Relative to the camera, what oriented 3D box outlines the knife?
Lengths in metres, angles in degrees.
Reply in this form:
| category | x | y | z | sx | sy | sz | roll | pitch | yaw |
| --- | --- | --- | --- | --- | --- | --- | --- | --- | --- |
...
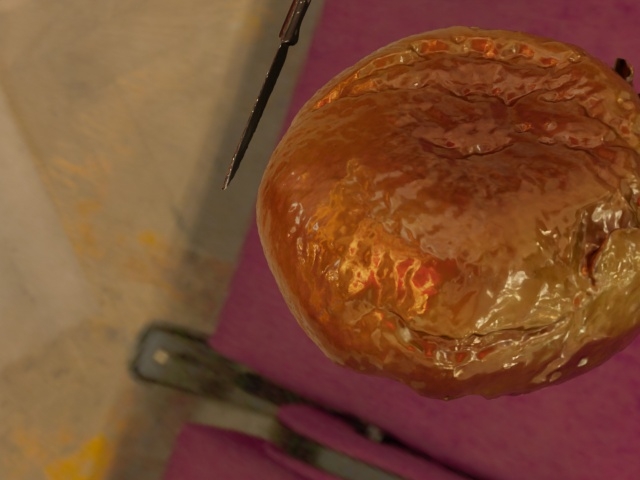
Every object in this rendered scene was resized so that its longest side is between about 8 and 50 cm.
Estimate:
| category | x | y | z | sx | sy | sz | roll | pitch | yaw |
| --- | --- | --- | --- | --- | --- | --- | --- | --- | --- |
| knife | -0.028 | -0.107 | 1.073 | 0.023 | 0.010 | 0.170 | 61 | 49 | -70 |

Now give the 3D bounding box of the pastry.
| category | x | y | z | sx | sy | sz | roll | pitch | yaw |
| --- | --- | --- | --- | --- | --- | --- | --- | --- | --- |
| pastry | 0.120 | -0.030 | 1.355 | 0.356 | 0.356 | 0.164 | -25 | 146 | -22 |
